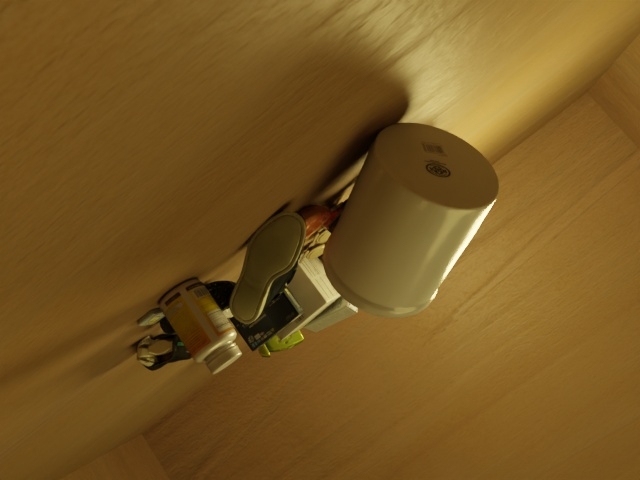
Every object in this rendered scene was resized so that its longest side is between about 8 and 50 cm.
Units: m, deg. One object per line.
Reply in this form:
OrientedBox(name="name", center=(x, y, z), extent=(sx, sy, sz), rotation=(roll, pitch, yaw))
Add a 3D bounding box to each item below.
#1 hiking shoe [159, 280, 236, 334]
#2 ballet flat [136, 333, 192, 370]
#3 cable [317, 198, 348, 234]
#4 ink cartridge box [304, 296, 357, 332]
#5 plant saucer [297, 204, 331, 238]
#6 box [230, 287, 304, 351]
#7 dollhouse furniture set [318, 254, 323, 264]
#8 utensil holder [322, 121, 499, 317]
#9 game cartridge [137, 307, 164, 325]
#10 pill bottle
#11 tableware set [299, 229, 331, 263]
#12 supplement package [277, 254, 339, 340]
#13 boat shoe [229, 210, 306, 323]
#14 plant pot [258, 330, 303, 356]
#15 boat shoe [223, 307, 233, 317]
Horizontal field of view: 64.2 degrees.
OrientedBox(name="hiking shoe", center=(-0.320, 0.175, 1.377), extent=(0.227, 0.086, 0.114), rotation=(-26, 176, -10))
OrientedBox(name="ballet flat", center=(-0.445, 0.299, 1.412), extent=(0.280, 0.095, 0.096), rotation=(-25, 154, 37))
OrientedBox(name="cable", center=(0.088, -0.121, 1.463), extent=(0.287, 0.072, 0.139), rotation=(-52, 177, 29))
OrientedBox(name="ink cartridge box", center=(0.037, 0.201, 2.054), extent=(0.330, 0.071, 0.324), rotation=(-33, -149, 40))
OrientedBox(name="plant saucer", center=(-0.059, -0.034, 1.398), extent=(0.200, 0.037, 0.200), rotation=(-35, 170, -7))
OrientedBox(name="box", center=(-0.196, 0.241, 1.756), extent=(0.232, 0.183, 0.059), rotation=(-39, 169, 18))
OrientedBox(name="dollhouse furniture set", center=(0.130, -0.052, 1.956), extent=(0.303, 0.174, 0.355), rotation=(-46, -156, -24))
OrientedBox(name="utensil holder", center=(0.212, -0.045, 1.267), extent=(0.327, 0.327, 0.385), rotation=(-29, 154, -38))
OrientedBox(name="game cartridge", center=(-0.414, 0.190, 1.270), extent=(0.056, 0.017, 0.083), rotation=(-41, 170, 3))
OrientedBox(name="pill bottle", center=(-0.282, 0.208, 1.224), extent=(0.117, 0.215, 0.117), rotation=(-35, 169, -8))
OrientedBox(name="tableware set", center=(0.000, 0.000, 1.754), extent=(0.128, 0.039, 0.194), rotation=(-16, 154, -32))
OrientedBox(name="supplement package", center=(-0.087, 0.203, 1.892), extent=(0.262, 0.204, 0.145), rotation=(-43, 169, 28))
OrientedBox(name="boat shoe", center=(-0.118, 0.060, 1.293), extent=(0.113, 0.127, 0.340), rotation=(-33, 151, -62))
OrientedBox(name="plant pot", center=(-0.222, 0.419, 2.381), extent=(0.207, 0.228, 0.227), rotation=(-29, 169, -12))
OrientedBox(name="boat shoe", center=(-0.299, 0.201, 1.597), extent=(0.063, 0.066, 0.184), rotation=(-40, 160, 22))
